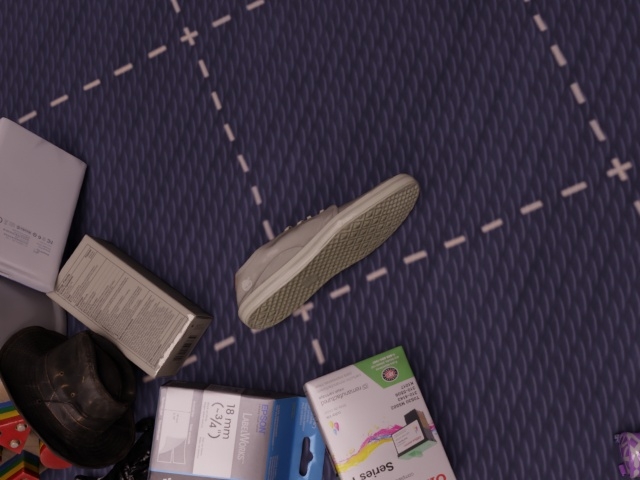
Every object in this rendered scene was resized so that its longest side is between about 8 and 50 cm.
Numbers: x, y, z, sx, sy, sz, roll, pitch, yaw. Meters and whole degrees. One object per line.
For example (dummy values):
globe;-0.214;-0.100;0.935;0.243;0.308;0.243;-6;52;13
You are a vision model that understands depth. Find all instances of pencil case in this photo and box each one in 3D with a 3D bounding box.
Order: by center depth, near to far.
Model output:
pencil case;0.642;0.388;1.227;0.206;0.086;0.088;-3;115;13

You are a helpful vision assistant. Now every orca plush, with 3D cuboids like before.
orca plush;-0.384;0.453;1.416;0.287;0.102;0.151;-20;78;8

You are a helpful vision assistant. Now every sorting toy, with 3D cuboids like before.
sorting toy;-0.616;0.410;1.389;0.255;0.257;0.089;-36;41;5

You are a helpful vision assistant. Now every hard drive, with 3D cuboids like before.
hard drive;-0.621;-0.074;1.440;0.040;0.210;0.319;-19;53;34

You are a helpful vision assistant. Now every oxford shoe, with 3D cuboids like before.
oxford shoe;0.000;0.000;1.384;0.449;0.169;0.130;-38;57;5

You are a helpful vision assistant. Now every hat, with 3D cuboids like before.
hat;-0.457;0.270;1.347;0.134;0.331;0.331;-43;76;14

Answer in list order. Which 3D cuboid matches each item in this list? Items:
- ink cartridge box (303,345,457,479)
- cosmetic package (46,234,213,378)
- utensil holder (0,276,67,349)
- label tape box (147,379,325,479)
ink cartridge box;0.109;0.367;1.298;0.201;0.117;0.278;-20;78;-8
cosmetic package;-0.405;0.140;1.462;0.309;0.113;0.160;35;90;15
utensil holder;-0.761;0.177;1.389;0.327;0.385;0.328;-2;82;11
label tape box;-0.155;0.413;1.336;0.333;0.106;0.241;7;83;-1
